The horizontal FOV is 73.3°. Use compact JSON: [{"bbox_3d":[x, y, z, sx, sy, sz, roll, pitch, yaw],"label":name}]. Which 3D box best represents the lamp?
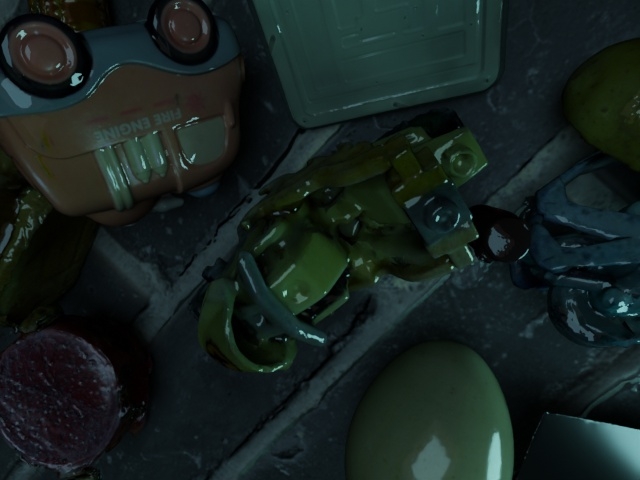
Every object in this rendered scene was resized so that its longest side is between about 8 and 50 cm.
[{"bbox_3d":[0.060,-0.258,0.457,0.266,0.047,0.269,-10,138,11],"label":"lamp"}]

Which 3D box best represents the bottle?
[{"bbox_3d":[0.190,-0.008,0.480,0.060,0.164,0.060,1,97,11],"label":"bottle"}]

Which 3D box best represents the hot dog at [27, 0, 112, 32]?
[{"bbox_3d":[-0.357,-0.316,0.608,0.115,0.072,0.269,-9,95,20],"label":"hot dog"}]

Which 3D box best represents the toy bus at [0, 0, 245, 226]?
[{"bbox_3d":[-0.219,-0.141,0.505,0.287,0.194,0.232,-25,113,-28],"label":"toy bus"}]

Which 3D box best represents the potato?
[{"bbox_3d":[0.384,-0.124,0.410,0.271,0.111,0.160,40,60,22],"label":"potato"}]

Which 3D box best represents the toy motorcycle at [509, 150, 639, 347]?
[{"bbox_3d":[0.345,-0.006,0.469,0.260,0.154,0.206,-21,70,1],"label":"toy motorcycle"}]

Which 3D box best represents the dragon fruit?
[{"bbox_3d":[-0.356,0.221,0.640,0.210,0.147,0.282,-10,97,3],"label":"dragon fruit"}]

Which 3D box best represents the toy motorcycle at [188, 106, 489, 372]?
[{"bbox_3d":[0.000,0.000,0.490,0.410,0.237,0.169,-37,116,12],"label":"toy motorcycle"}]

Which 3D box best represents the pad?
[{"bbox_3d":[0.353,0.313,0.511,0.299,0.005,0.202,14,100,-12],"label":"pad"}]

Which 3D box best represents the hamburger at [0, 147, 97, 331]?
[{"bbox_3d":[-0.415,-0.010,0.583,0.132,0.211,0.309,32,100,2],"label":"hamburger"}]

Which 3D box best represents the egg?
[{"bbox_3d":[0.128,0.242,0.509,0.188,0.188,0.254,18,96,9],"label":"egg"}]
